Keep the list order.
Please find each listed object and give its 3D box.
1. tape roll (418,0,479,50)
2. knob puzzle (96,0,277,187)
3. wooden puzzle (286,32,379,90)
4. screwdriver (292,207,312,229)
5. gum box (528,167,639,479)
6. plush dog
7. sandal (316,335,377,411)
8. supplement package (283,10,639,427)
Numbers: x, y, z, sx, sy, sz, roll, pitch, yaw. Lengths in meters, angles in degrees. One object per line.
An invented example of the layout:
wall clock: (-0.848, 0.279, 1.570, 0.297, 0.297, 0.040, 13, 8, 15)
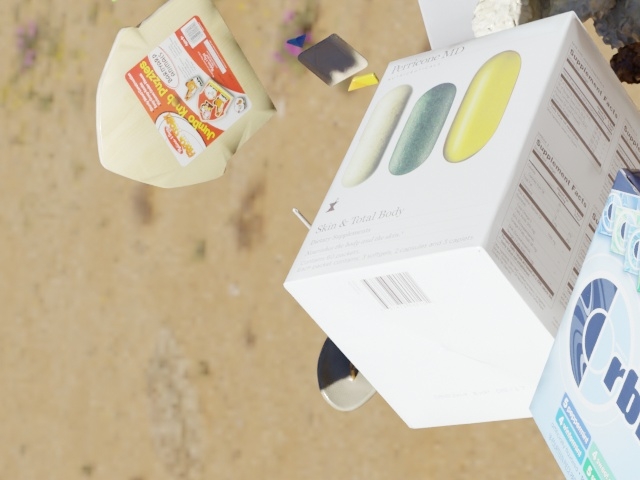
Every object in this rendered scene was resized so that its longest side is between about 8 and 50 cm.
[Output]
tape roll: (0.142, -0.331, 1.971, 0.219, 0.072, 0.219, -15, -90, -85)
knob puzzle: (-0.156, -0.140, 1.680, 0.030, 0.213, 0.213, 17, 102, 53)
wooden puzzle: (0.017, -0.237, 2.151, 0.078, 0.116, 0.014, -21, 40, 37)
screwdriver: (0.000, 0.000, 1.547, 0.170, 0.024, 0.025, 43, -152, -71)
gum box: (0.189, 0.077, 0.942, 0.157, 0.041, 0.184, -113, 32, -52)
plush dog: (0.315, -0.273, 1.684, 0.262, 0.225, 0.210, -53, -6, -38)
sandal: (0.056, 0.086, 1.575, 0.180, 0.072, 0.049, -51, -6, 12)
supplement package: (0.140, -0.013, 1.355, 0.199, 0.198, 0.262, -11, 41, 40)
